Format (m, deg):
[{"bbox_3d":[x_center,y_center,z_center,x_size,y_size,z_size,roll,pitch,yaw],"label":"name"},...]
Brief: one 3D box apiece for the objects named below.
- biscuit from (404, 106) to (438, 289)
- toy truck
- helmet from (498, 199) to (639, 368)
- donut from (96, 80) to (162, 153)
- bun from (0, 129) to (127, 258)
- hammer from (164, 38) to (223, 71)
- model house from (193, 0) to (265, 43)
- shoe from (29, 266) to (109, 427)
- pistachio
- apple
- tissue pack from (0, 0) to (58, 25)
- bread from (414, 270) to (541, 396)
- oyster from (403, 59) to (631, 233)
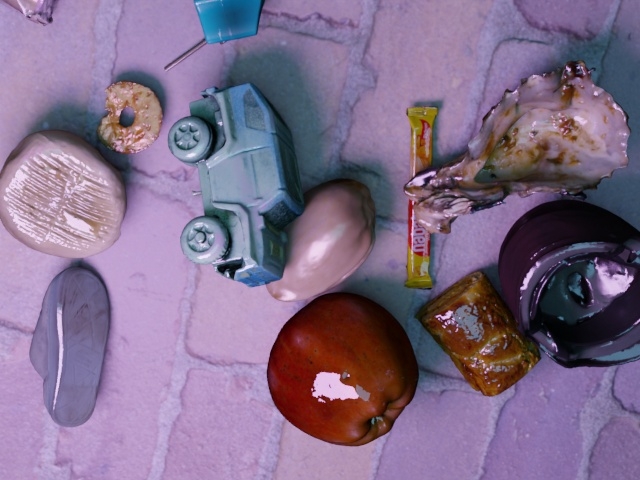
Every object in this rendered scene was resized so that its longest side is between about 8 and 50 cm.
[{"bbox_3d":[0.155,-0.063,1.405,0.048,0.026,0.291,-3,105,-8],"label":"biscuit"},{"bbox_3d":[-0.114,-0.076,1.283,0.156,0.155,0.278,-14,75,12],"label":"toy truck"},{"bbox_3d":[0.392,0.056,1.364,0.305,0.177,0.225,31,111,-36],"label":"helmet"},{"bbox_3d":[-0.283,-0.183,1.351,0.097,0.043,0.108,20,102,-6],"label":"donut"},{"bbox_3d":[-0.378,-0.070,1.338,0.193,0.128,0.178,30,102,-20],"label":"bun"},{"bbox_3d":[-0.188,-0.286,1.343,0.110,0.019,0.035,-32,103,12],"label":"hammer"},{"bbox_3d":[-0.129,-0.358,1.267,0.101,0.127,0.148,-10,102,1],"label":"model house"},{"bbox_3d":[-0.402,0.164,1.419,0.100,0.103,0.251,4,92,41],"label":"shoe"},{"bbox_3d":[0.000,0.000,1.364,0.144,0.144,0.215,40,104,-11],"label":"pistachio"},{"bbox_3d":[0.030,0.199,1.366,0.234,0.234,0.234,0,104,-2],"label":"apple"},{"bbox_3d":[-0.453,-0.448,1.237,0.257,0.123,0.215,29,100,-9],"label":"tissue pack"},{"bbox_3d":[0.252,0.150,1.422,0.132,0.103,0.172,-37,100,4],"label":"bread"},{"bbox_3d":[0.290,-0.112,1.330,0.337,0.133,0.197,-33,81,3],"label":"oyster"}]
